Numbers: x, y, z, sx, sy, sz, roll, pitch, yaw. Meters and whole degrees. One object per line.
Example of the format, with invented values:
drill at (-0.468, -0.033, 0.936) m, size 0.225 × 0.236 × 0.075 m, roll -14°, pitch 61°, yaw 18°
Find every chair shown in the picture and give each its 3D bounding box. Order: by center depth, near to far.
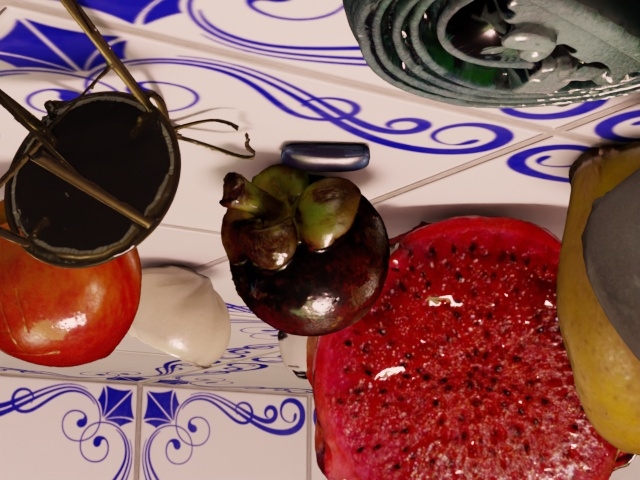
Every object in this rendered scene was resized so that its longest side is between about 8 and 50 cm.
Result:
chair at (-0.172, -0.059, 0.891) m, size 0.160 × 0.170 × 0.325 m, roll -6°, pitch 159°, yaw 17°

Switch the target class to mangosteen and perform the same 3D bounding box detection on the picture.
mangosteen at (-0.012, 0.007, 1.144) m, size 0.172 × 0.172 × 0.184 m, roll 1°, pitch 156°, yaw -4°

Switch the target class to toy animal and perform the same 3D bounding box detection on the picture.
toy animal at (0.004, 0.167, 1.854) m, size 0.166 × 0.138 × 0.179 m, roll -23°, pitch 164°, yaw 19°

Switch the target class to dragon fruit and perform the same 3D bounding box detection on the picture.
dragon fruit at (0.171, 0.152, 1.370) m, size 0.386 × 0.371 × 0.249 m, roll -30°, pitch 178°, yaw 4°

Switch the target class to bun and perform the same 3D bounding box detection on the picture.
bun at (-0.196, 0.093, 1.587) m, size 0.173 × 0.120 × 0.173 m, roll 26°, pitch 175°, yaw 3°

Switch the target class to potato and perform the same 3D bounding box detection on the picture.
potato at (0.390, 0.072, 1.144) m, size 0.397 × 0.296 × 0.290 m, roll 15°, pitch 162°, yaw -43°

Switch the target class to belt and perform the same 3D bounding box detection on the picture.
belt at (0.111, -0.148, 0.589) m, size 0.206 × 0.116 × 0.267 m, roll -11°, pitch 166°, yaw 28°

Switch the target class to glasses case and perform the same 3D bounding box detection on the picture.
glasses case at (0.005, -0.075, 1.085) m, size 0.083 × 0.023 × 0.033 m, roll 1°, pitch 168°, yaw -4°

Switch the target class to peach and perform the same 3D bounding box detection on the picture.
peach at (-0.268, 0.043, 1.195) m, size 0.197 × 0.197 × 0.197 m, roll 0°, pitch 167°, yaw 0°

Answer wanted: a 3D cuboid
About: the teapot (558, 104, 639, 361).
teapot at (0.328, -0.050, 0.832) m, size 0.285 × 0.305 × 0.223 m, roll -47°, pitch 169°, yaw 31°
